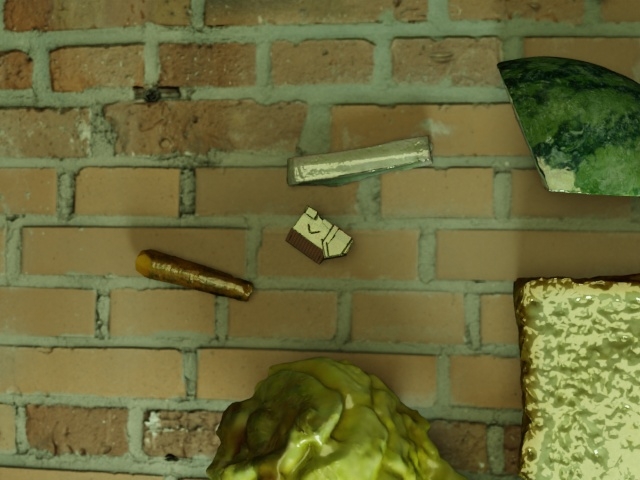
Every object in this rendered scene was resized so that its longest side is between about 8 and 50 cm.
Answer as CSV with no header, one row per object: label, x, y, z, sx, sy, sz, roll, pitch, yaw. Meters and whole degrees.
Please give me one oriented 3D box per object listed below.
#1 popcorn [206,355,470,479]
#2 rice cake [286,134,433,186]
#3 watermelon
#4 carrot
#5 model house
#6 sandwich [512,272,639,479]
popcorn,0.003,0.289,1.618,0.293,0.237,0.293,-23,51,31
rice cake,0.051,-0.107,1.741,0.206,0.036,0.047,-10,73,10
watermelon,0.353,-0.128,1.639,0.260,0.176,0.256,0,49,11
carrot,-0.173,0.051,1.773,0.170,0.042,0.042,16,90,7
model house,0.000,0.000,1.734,0.083,0.057,0.058,37,89,8
sandwich,0.376,0.203,1.605,0.262,0.131,0.325,-2,78,9
